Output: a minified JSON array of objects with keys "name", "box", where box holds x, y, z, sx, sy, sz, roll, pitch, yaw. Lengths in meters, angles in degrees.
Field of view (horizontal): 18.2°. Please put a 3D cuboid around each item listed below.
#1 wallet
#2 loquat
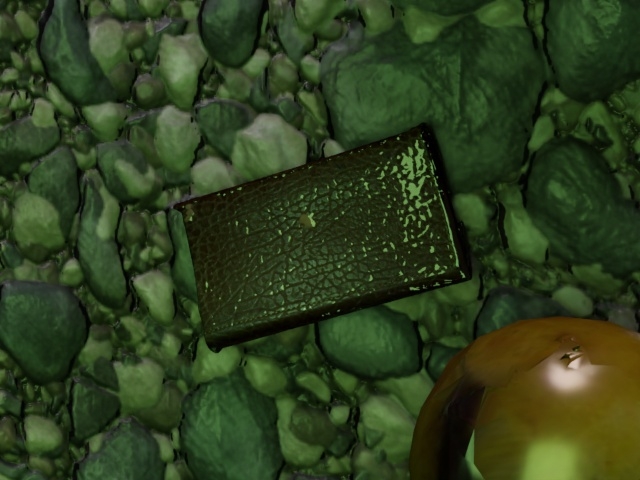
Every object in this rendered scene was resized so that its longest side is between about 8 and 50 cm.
[{"name":"wallet","box":[0.000,0.000,1.651,0.243,0.039,0.133,-17,85,26]},{"name":"loquat","box":[0.181,0.170,1.493,0.235,0.235,0.235,4,101,23]}]
